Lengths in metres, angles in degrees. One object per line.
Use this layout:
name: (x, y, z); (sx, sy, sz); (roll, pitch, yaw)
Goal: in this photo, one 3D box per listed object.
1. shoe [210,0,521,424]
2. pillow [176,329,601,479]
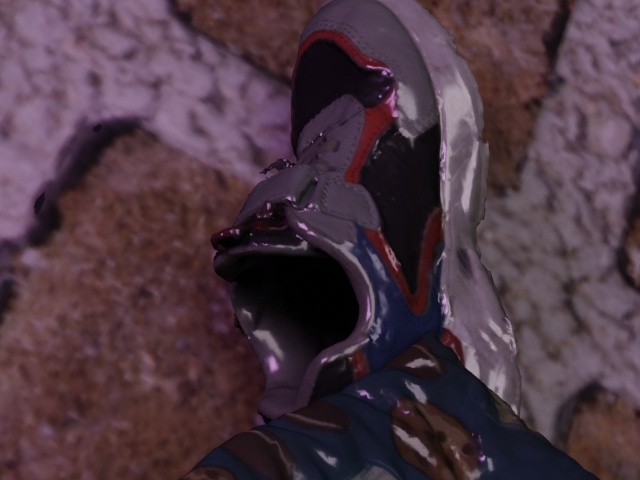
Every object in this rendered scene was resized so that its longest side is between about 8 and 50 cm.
shoe: (0.000, 0.000, 0.811); (0.125, 0.099, 0.228); (3, 63, -29)
pillow: (0.030, 0.133, 0.640); (0.189, 0.034, 0.255); (43, 40, 17)
